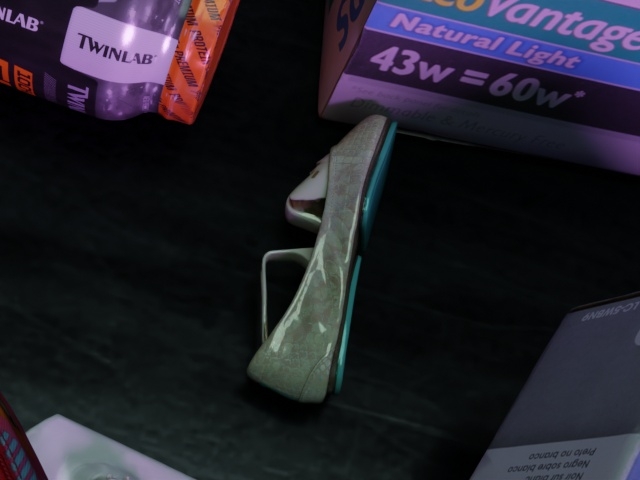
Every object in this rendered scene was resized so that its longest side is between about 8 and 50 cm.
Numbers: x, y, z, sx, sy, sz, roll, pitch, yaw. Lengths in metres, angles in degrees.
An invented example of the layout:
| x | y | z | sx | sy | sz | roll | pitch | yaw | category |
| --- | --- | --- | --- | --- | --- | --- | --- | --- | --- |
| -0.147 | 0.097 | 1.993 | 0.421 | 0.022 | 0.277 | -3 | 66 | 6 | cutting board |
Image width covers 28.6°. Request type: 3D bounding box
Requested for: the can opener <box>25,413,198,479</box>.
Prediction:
| x | y | z | sx | sy | sz | roll | pitch | yaw | category |
| --- | --- | --- | --- | --- | --- | --- | --- | --- | --- |
| -0.020 | 0.160 | 0.535 | 0.280 | 0.093 | 0.074 | 26 | 62 | -11 | can opener |

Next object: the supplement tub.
| x | y | z | sx | sy | sz | roll | pitch | yaw | category |
| --- | --- | --- | --- | --- | --- | --- | --- | --- | --- |
| -0.139 | -0.132 | 0.627 | 0.190 | 0.117 | 0.117 | 20 | 60 | -4 | supplement tub |

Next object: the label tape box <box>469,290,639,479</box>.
| x | y | z | sx | sy | sz | roll | pitch | yaw | category |
| --- | --- | --- | --- | --- | --- | --- | --- | --- | --- |
| 0.131 | 0.216 | 0.483 | 0.240 | 0.106 | 0.333 | 45 | 59 | -16 | label tape box |

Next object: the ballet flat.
| x | y | z | sx | sy | sz | roll | pitch | yaw | category |
| --- | --- | --- | --- | --- | --- | --- | --- | --- | --- |
| 0.000 | 0.000 | 0.633 | 0.052 | 0.057 | 0.168 | 12 | 61 | 3 | ballet flat |

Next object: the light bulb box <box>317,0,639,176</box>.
| x | y | z | sx | sy | sz | roll | pitch | yaw | category |
| --- | --- | --- | --- | --- | --- | --- | --- | --- | --- |
| 0.202 | -0.237 | 0.707 | 0.358 | 0.225 | 0.361 | 10 | 62 | -10 | light bulb box |

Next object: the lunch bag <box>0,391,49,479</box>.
| x | y | z | sx | sy | sz | roll | pitch | yaw | category |
| --- | --- | --- | --- | --- | --- | --- | --- | --- | --- |
| -0.230 | 0.136 | 0.422 | 0.293 | 0.120 | 0.258 | -31 | 52 | -9 | lunch bag |
